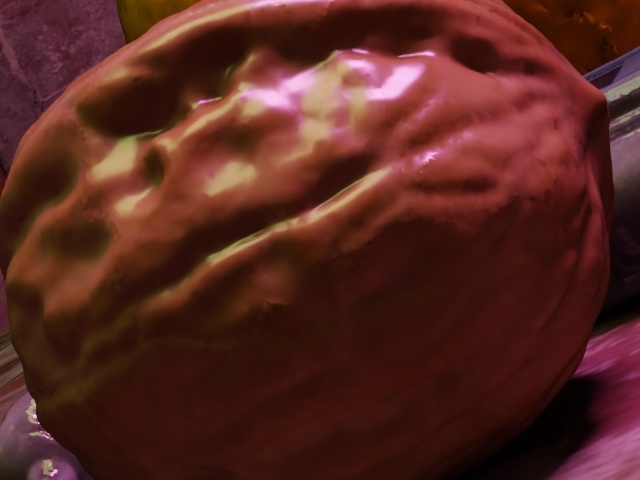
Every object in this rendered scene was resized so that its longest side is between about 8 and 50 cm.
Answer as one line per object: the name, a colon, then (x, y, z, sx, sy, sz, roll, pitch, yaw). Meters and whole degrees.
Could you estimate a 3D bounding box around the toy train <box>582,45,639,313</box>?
toy train: (0.157, -0.042, 0.621, 0.409, 0.086, 0.089, -27, 8, 25)

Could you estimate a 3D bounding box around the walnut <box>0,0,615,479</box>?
walnut: (0.000, 0.000, 0.546, 0.213, 0.213, 0.213, -29, 5, 3)

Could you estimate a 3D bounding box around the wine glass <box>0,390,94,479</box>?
wine glass: (-0.113, 0.106, 0.688, 0.079, 0.079, 0.195, -28, 7, 16)

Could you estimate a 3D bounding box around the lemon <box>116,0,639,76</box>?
lemon: (0.050, -0.158, 0.927, 0.387, 0.350, 0.350, -17, 12, 37)
